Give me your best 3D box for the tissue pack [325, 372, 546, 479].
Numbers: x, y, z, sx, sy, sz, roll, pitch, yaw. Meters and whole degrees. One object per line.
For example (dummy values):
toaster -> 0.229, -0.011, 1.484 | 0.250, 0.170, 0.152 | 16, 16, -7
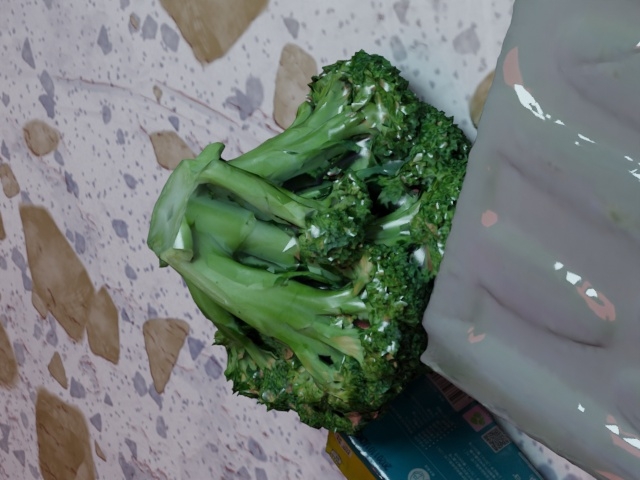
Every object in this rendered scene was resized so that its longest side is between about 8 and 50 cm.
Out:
tissue pack -> 0.099, 0.198, 1.111 | 0.169, 0.120, 0.082 | 49, 153, 20

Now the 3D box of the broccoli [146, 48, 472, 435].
broccoli -> 0.000, 0.000, 1.039 | 0.308, 0.275, 0.307 | -34, 45, 42

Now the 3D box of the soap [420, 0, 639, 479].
soap -> 0.266, -0.056, 0.745 | 0.350, 0.213, 0.435 | 37, 131, 33
